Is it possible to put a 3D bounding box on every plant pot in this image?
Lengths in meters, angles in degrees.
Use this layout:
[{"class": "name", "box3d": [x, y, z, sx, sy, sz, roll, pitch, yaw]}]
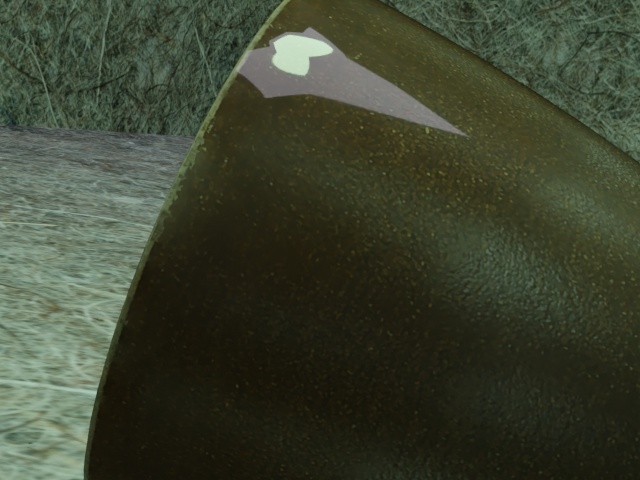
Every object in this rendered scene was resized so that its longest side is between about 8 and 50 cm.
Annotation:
[{"class": "plant pot", "box3d": [0.069, 0.047, 0.545, 0.230, 0.215, 0.215, 22, 9, 10]}]
